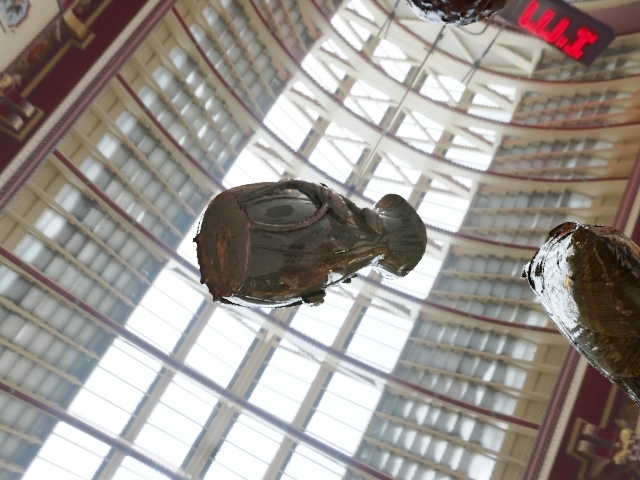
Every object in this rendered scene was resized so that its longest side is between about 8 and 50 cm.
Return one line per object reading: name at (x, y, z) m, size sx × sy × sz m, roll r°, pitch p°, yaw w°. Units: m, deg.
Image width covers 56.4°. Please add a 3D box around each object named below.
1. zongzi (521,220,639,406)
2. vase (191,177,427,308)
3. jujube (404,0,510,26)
zongzi at (0.360, 0.092, 0.668) m, size 0.134 × 0.288 × 0.286 m, roll -43°, pitch -106°, yaw 5°
vase at (0.000, 0.000, 1.155) m, size 0.445 × 0.250 × 0.250 m, roll -3°, pitch -109°, yaw -38°
jujube at (0.217, -0.503, 0.845) m, size 0.258 × 0.377 × 0.258 m, roll -4°, pitch -135°, yaw 4°
